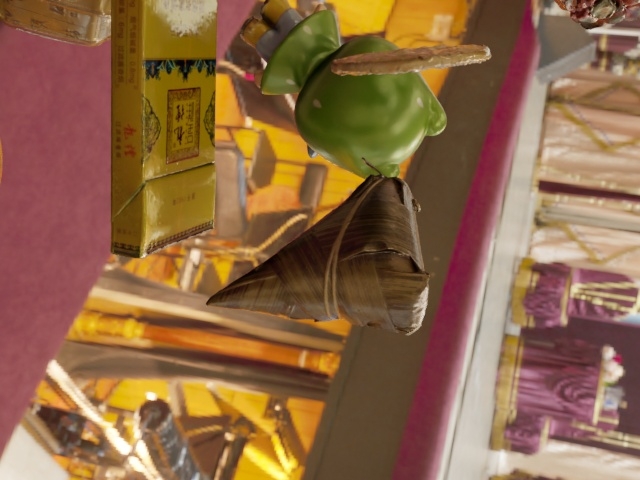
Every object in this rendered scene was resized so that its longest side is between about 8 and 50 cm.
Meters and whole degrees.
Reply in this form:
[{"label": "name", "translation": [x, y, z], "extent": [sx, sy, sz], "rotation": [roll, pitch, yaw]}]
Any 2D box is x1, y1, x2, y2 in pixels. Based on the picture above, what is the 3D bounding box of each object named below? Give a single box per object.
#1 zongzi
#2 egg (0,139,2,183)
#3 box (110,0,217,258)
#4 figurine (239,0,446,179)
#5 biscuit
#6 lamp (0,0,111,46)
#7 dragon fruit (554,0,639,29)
[{"label": "zongzi", "translation": [0.000, 0.000, 0.770], "extent": [0.187, 0.184, 0.084], "rotation": [-87, 177, -54]}, {"label": "egg", "translation": [-0.475, -0.075, 0.797], "extent": [0.374, 0.301, 0.301], "rotation": [-30, 126, -74]}, {"label": "box", "translation": [-0.148, -0.134, 0.822], "extent": [0.153, 0.041, 0.279], "rotation": [-34, 129, -69]}, {"label": "figurine", "translation": [0.019, -0.184, 1.015], "extent": [0.162, 0.263, 0.143], "rotation": [-46, 170, -6]}, {"label": "biscuit", "translation": [0.082, -0.168, 0.788], "extent": [0.152, 0.152, 0.020], "rotation": [-42, 128, -66]}, {"label": "lamp", "translation": [-0.389, -0.373, 1.261], "extent": [0.161, 0.185, 0.161], "rotation": [-168, -90, -77]}, {"label": "dragon fruit", "translation": [0.283, -0.265, 0.810], "extent": [0.142, 0.130, 0.121], "rotation": [-20, 107, -24]}]
